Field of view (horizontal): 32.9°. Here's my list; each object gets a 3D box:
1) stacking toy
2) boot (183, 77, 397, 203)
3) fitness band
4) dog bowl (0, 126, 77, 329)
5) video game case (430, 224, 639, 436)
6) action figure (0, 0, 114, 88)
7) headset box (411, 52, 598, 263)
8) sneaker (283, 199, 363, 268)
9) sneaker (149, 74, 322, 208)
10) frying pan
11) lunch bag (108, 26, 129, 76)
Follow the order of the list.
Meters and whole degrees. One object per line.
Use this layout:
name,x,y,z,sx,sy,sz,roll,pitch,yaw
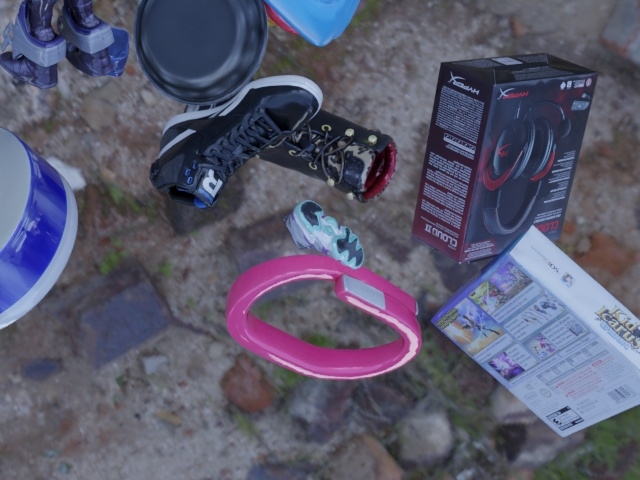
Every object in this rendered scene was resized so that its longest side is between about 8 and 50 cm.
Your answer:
stacking toy,-0.096,-0.380,1.605,0.166,0.302,0.175,36,68,-40
boot,-0.041,-0.168,1.773,0.138,0.284,0.377,-67,164,5
fitness band,0.006,0.108,1.457,0.209,0.054,0.291,-27,138,33
dog bowl,-0.450,-0.014,1.388,0.265,0.265,0.104,-42,144,-3
video game case,0.291,0.125,1.384,0.061,0.244,0.269,-48,177,-26
action figure,-0.281,-0.296,1.152,0.185,0.099,0.285,-31,151,-37
headset box,0.258,-0.107,1.545,0.218,0.110,0.293,-11,121,-37
sneaker,0.000,0.000,1.213,0.098,0.069,0.038,46,58,-8
sneaker,-0.093,-0.095,1.189,0.217,0.121,0.079,-16,138,34
frying pan,-0.206,-0.310,1.415,0.326,0.053,0.197,35,85,-34
lunch bag,-0.375,-0.320,1.834,0.098,0.067,0.065,11,150,-10
